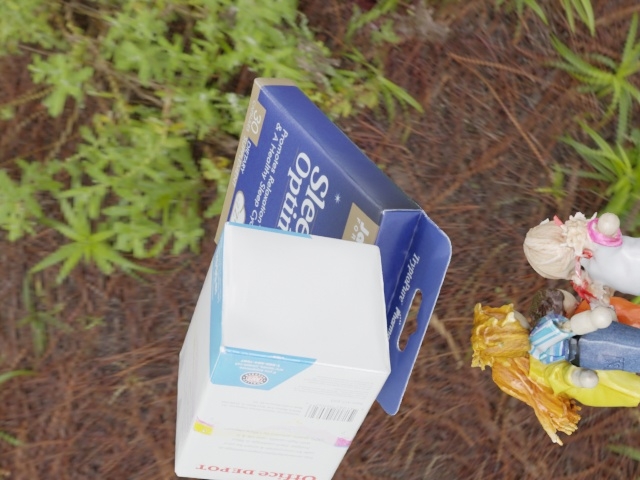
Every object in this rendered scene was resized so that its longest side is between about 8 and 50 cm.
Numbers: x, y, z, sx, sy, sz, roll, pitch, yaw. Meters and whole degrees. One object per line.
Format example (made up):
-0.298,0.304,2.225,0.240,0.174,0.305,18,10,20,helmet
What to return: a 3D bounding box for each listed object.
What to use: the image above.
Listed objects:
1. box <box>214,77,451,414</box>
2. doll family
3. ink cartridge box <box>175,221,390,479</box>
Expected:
0.000,0.000,0.867,0.225,0.037,0.136,47,130,45,box
0.183,0.071,0.852,0.163,0.263,0.118,8,74,13,doll family
-0.028,0.073,0.736,0.092,0.143,0.089,9,48,-14,ink cartridge box
